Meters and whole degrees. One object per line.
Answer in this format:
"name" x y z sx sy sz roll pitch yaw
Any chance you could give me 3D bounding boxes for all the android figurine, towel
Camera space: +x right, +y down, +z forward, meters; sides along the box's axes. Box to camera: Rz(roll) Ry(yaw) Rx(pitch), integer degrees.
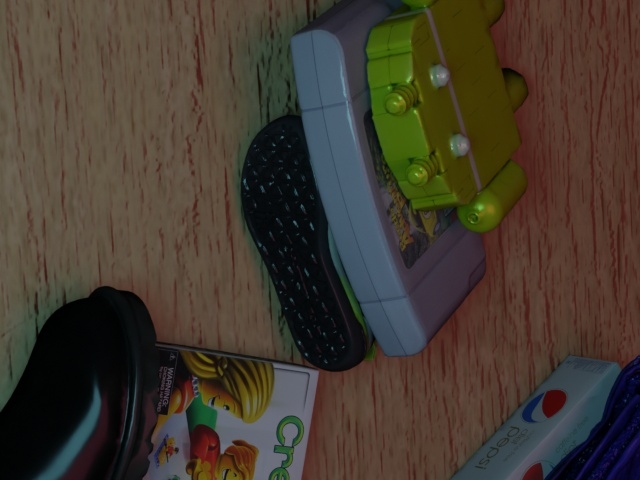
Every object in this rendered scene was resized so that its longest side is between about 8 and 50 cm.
"android figurine" 0.112 -0.129 1.714 0.273 0.056 0.248 -43 120 -60
"towel" 0.311 0.280 1.893 0.227 0.076 0.308 -50 136 -17

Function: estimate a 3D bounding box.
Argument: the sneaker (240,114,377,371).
"sneaker" 0.000 0.000 1.722 0.097 0.084 0.234 -33 115 -54

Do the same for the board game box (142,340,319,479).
"board game box" -0.115 0.242 1.659 0.193 0.053 0.305 11 88 -36

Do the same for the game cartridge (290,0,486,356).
"game cartridge" 0.060 -0.060 1.707 0.196 0.060 0.294 -41 119 -54

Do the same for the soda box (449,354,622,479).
"soda box" 0.207 0.205 1.872 0.216 0.069 0.074 -43 116 -24

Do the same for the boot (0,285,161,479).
"boot" -0.276 0.180 1.494 0.260 0.131 0.348 19 84 -35
